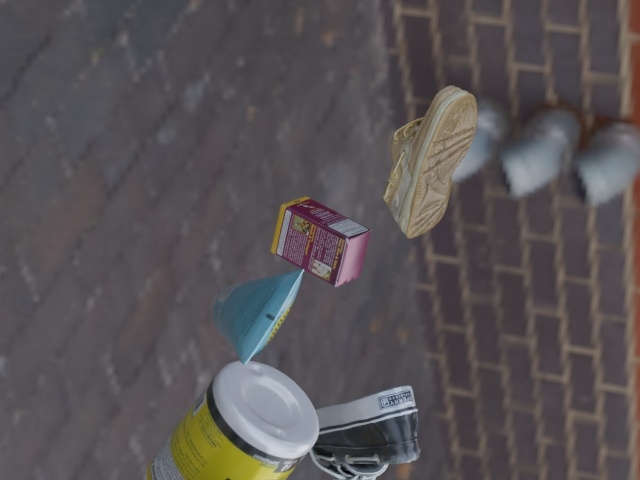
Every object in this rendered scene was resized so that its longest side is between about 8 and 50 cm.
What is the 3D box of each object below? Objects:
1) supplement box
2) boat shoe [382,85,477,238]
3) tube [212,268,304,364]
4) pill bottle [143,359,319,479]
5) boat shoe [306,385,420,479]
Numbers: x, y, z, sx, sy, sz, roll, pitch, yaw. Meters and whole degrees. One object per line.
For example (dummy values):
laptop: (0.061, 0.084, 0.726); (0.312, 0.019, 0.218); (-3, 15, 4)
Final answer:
supplement box: (0.000, 0.000, 1.665); (0.043, 0.083, 0.055); (-21, 133, -51)
boat shoe: (0.087, -0.075, 1.504); (0.063, 0.059, 0.170); (-25, 149, -34)
tube: (-0.049, 0.056, 1.332); (0.080, 0.052, 0.207); (-63, -174, -5)
pill bottle: (-0.103, 0.229, 1.730); (0.208, 0.119, 0.119); (-53, 175, 29)
boat shoe: (0.040, 0.248, 2.101); (0.113, 0.306, 0.105); (-10, 82, -29)
